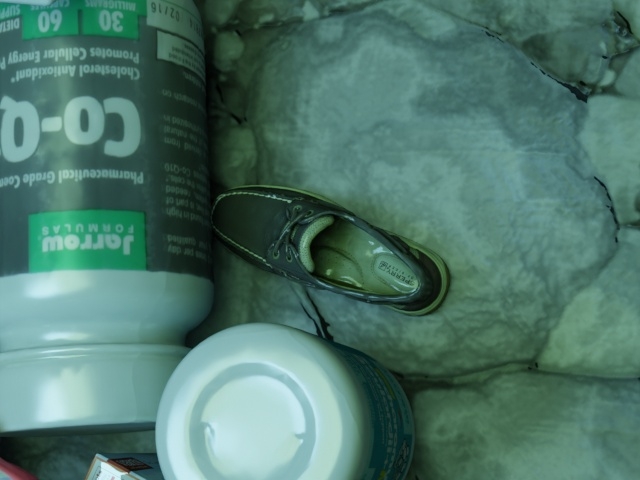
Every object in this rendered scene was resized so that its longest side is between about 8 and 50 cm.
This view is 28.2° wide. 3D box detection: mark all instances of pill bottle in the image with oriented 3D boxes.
[{"bbox_3d":[-0.012,0.144,0.951,0.146,0.264,0.146,-2,81,14],"label":"pill bottle"},{"bbox_3d":[-0.192,-0.023,1.061,0.204,0.204,0.361,-7,79,14],"label":"pill bottle"}]

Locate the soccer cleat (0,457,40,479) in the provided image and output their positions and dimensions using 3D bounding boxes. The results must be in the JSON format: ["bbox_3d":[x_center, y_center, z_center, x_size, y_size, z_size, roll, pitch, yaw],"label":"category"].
[{"bbox_3d":[-0.223,0.212,0.928,0.248,0.083,0.095,28,81,23],"label":"soccer cleat"}]

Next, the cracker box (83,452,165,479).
[{"bbox_3d":[-0.065,0.246,1.005,0.232,0.155,0.067,25,89,18],"label":"cracker box"}]

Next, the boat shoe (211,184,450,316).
[{"bbox_3d":[0.000,0.001,1.072,0.223,0.073,0.080,21,87,17],"label":"boat shoe"}]

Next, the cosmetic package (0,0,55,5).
[{"bbox_3d":[-0.346,-0.335,1.073,0.453,0.162,0.230,10,45,33],"label":"cosmetic package"}]
